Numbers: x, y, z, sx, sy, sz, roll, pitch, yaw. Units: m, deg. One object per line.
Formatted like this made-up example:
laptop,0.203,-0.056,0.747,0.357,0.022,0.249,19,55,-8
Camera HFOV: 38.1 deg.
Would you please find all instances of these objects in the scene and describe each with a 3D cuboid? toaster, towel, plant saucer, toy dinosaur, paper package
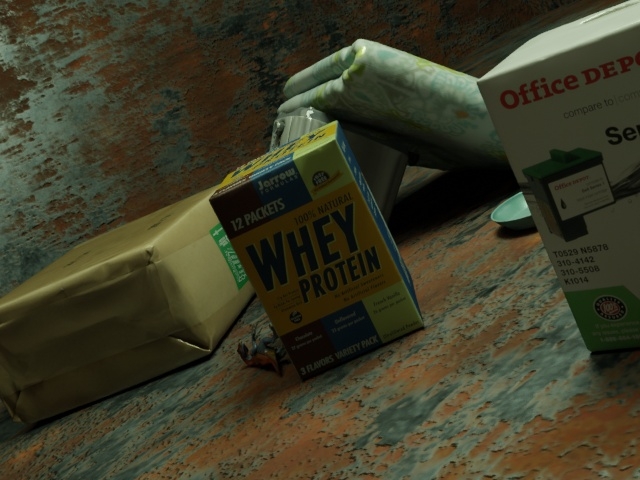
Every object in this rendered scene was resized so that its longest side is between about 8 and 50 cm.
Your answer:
toaster,0.024,-0.086,1.313,0.226,0.147,0.129,18,-5,-26
towel,0.130,-0.174,1.330,0.320,0.090,0.374,14,-4,-18
plant saucer,0.253,-0.041,1.056,0.119,0.021,0.119,-25,12,6
toy dinosaur,-0.067,0.120,1.001,0.082,0.047,0.090,-41,12,35
paper package,-0.263,0.079,1.304,0.309,0.168,0.325,-21,11,16

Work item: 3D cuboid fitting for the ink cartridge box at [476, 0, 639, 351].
ink cartridge box,0.225,-0.047,0.627,0.160,0.220,0.092,-15,15,46

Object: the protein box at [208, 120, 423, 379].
protein box,0.000,0.000,0.971,0.135,0.201,0.200,-25,11,7
